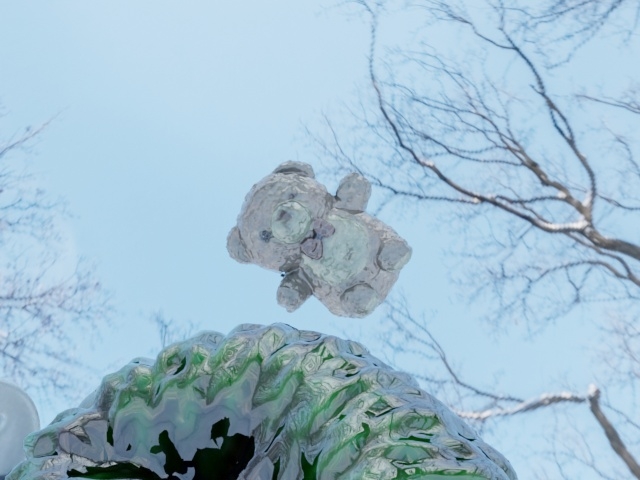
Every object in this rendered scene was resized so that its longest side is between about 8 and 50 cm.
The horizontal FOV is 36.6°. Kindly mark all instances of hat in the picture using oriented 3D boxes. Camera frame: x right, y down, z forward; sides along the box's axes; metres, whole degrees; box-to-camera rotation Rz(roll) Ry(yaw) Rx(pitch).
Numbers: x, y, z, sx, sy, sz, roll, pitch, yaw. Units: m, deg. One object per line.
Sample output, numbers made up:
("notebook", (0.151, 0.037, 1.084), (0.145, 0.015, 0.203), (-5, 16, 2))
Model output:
("hat", (-0.003, 0.227, 0.483), (0.242, 0.274, 0.332), (-31, -56, -18))

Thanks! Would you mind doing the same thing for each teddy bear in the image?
("teddy bear", (0.001, 0.001, 1.474), (0.267, 0.151, 0.236), (37, -97, -6))

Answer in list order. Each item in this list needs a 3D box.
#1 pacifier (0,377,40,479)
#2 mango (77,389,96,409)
("pacifier", (-0.351, 0.272, 0.910), (0.207, 0.227, 0.279), (27, -83, 29))
("mango", (-0.159, 0.170, 0.982), (0.137, 0.237, 0.091), (-4, -96, -33))
